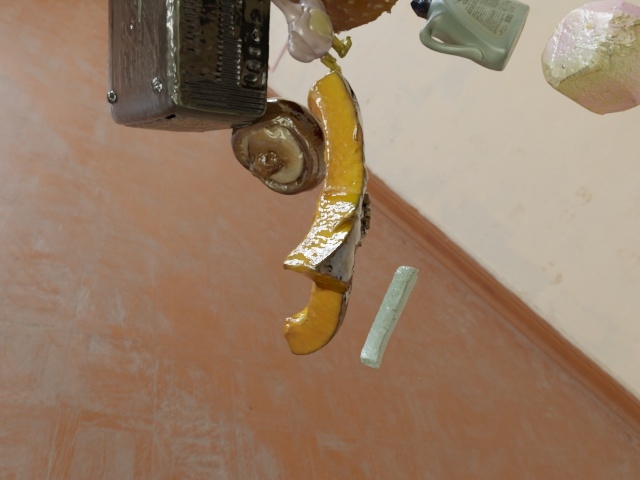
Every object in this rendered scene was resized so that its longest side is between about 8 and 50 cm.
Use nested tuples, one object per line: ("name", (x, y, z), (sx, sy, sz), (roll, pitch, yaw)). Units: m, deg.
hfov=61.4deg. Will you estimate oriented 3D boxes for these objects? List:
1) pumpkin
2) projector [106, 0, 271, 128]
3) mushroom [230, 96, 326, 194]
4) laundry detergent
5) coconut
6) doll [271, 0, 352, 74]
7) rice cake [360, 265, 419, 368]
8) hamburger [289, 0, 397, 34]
("pumpkin", (0.013, -0.013, 0.672), (0.095, 0.290, 0.258), (9, 64, 4))
("projector", (-0.303, -0.445, 1.175), (0.242, 0.394, 0.405), (-1, 8, -38))
("mushroom", (-0.092, -0.226, 1.298), (0.253, 0.253, 0.153), (31, 43, -6))
("laundry detergent", (0.347, -0.532, 1.323), (0.281, 0.105, 0.214), (23, 66, 14))
("coconut", (0.660, -0.408, 1.216), (0.245, 0.233, 0.233), (14, 37, -24))
("doll", (-0.067, -0.446, 0.990), (0.365, 0.094, 0.160), (43, 54, -46))
("rice cake", (0.148, 0.156, 1.148), (0.045, 0.042, 0.245), (10, 57, 33))
("hamburger", (0.031, -0.655, 1.231), (0.287, 0.268, 0.446), (30, -12, -33))
